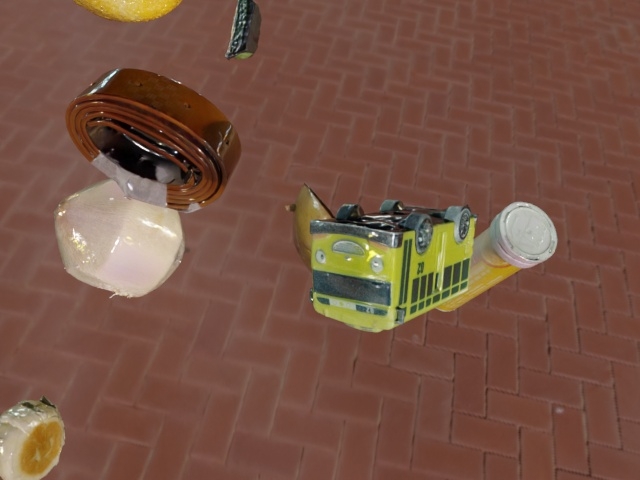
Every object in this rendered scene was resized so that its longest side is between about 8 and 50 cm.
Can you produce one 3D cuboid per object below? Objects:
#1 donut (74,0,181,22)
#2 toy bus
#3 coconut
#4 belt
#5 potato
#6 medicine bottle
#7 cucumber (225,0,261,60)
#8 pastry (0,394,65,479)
[{"bbox_3d":[-0.305,-0.456,0.922,0.253,0.254,0.118,-22,38,-22],"label":"donut"},{"bbox_3d":[0.068,0.017,0.530,0.088,0.101,0.175,11,13,33],"label":"toy bus"},{"bbox_3d":[-0.384,-0.009,1.126,0.233,0.224,0.224,16,35,-46],"label":"coconut"},{"bbox_3d":[-0.260,-0.155,0.945,0.261,0.184,0.105,28,41,-9],"label":"belt"},{"bbox_3d":[0.000,0.000,1.293,0.115,0.299,0.239,-33,78,-1],"label":"potato"},{"bbox_3d":[0.203,0.031,0.760,0.073,0.218,0.074,6,65,-14],"label":"medicine bottle"},{"bbox_3d":[-0.163,-0.458,1.340,0.046,0.070,0.220,-13,51,24],"label":"cucumber"},{"bbox_3d":[-0.559,0.384,1.148,0.088,0.166,0.166,13,49,22],"label":"pastry"}]
